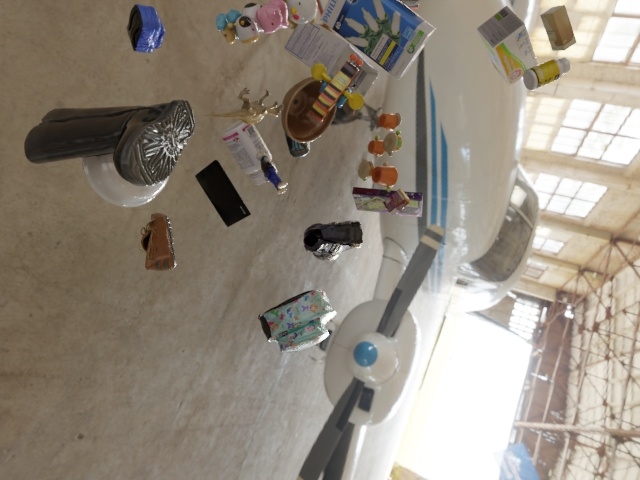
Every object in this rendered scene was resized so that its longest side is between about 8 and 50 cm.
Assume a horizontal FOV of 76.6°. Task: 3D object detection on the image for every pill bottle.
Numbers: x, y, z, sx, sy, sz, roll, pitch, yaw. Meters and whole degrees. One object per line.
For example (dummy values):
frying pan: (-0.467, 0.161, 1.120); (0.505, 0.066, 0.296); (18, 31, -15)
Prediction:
pill bottle: (0.677, -0.502, 1.213); (0.065, 0.116, 0.065); (-23, 90, -86)
pill bottle: (-0.328, -0.414, 1.900); (0.160, 0.160, 0.283); (-55, 127, -39)

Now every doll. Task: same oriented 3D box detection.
doll: (-0.196, -0.266, 1.558); (0.046, 0.189, 0.129); (-26, 160, -22)

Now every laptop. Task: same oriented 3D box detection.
laptop: (-0.367, -0.187, 1.590); (0.234, 0.136, 0.264); (60, 6, -10)

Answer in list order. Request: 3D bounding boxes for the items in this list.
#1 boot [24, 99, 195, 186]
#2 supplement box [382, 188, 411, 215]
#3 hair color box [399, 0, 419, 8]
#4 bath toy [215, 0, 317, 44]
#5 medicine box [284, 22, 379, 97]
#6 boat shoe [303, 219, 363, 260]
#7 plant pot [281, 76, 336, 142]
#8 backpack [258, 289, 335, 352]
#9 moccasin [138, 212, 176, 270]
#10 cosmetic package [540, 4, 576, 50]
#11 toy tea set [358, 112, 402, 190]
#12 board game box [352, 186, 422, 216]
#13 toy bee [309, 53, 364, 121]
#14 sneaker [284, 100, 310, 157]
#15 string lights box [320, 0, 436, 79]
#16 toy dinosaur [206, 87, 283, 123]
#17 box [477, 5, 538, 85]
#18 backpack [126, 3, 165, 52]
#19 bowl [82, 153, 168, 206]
boot: (-0.619, -0.267, 1.115); (0.367, 0.445, 0.146); (-78, 166, -52)
supplement box: (0.282, -0.141, 1.494); (0.083, 0.055, 0.043); (-40, 145, 20)
hair color box: (0.288, -0.821, 1.303); (0.043, 0.072, 0.141); (60, 38, -78)
bath toy: (-0.179, -0.753, 1.357); (0.129, 0.348, 0.151); (17, 77, -61)
medicine box: (0.047, -0.732, 1.649); (0.263, 0.289, 0.149); (8, 123, -55)
boat shoe: (0.000, 0.000, 1.373); (0.340, 0.158, 0.127); (148, -61, -64)
plant pot: (-0.063, -0.489, 1.484); (0.237, 0.109, 0.237); (-31, 144, -26)
backpack: (-0.067, 0.291, 1.473); (0.253, 0.191, 0.225); (-33, 159, 2)
moccasin: (-0.706, 0.003, 1.730); (0.147, 0.380, 0.139); (-9, 132, -19)
cosmetic package: (0.683, -0.608, 1.163); (0.115, 0.041, 0.060); (53, 8, -22)
toy tea set: (0.302, -0.393, 1.806); (0.124, 0.200, 0.336); (2, 120, -33)
board game box: (0.347, -0.197, 2.086); (0.208, 0.346, 0.056); (65, 35, -63)
toy bee: (0.063, -0.541, 1.357); (0.162, 0.195, 0.298); (134, -31, -54)
sneaker: (-0.106, -0.538, 1.809); (0.140, 0.125, 0.341); (75, 4, -58)
string lights box: (0.142, -0.548, 1.026); (0.077, 0.259, 0.133); (-52, 179, -43)
toy dinosaur: (-0.162, -0.293, 0.918); (0.092, 0.183, 0.053); (124, -48, -63)
box: (0.603, -0.618, 1.299); (0.203, 0.103, 0.114); (26, 38, -49)
backpack: (-0.532, -0.655, 1.240); (0.101, 0.098, 0.120); (-21, 170, -38)
bowl: (-0.631, -0.261, 1.387); (0.298, 0.134, 0.298); (-8, 100, -51)
